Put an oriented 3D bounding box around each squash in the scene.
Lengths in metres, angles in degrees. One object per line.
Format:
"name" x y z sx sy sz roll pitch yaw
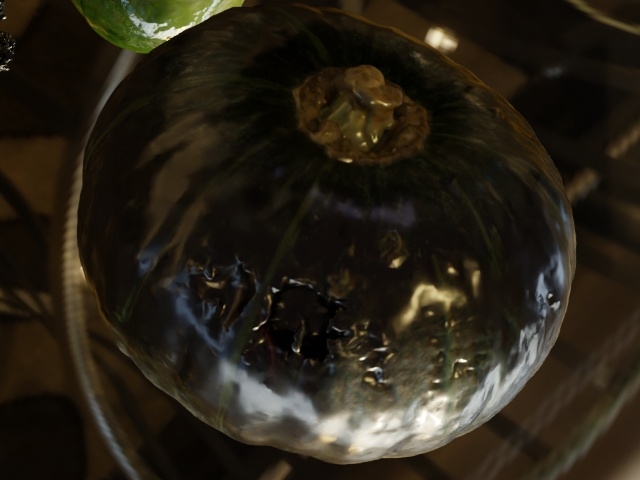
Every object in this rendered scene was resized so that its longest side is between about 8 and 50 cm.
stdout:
"squash" 0.002 -0.004 0.704 0.193 0.193 0.156 -32 139 -20

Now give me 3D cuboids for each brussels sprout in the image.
"brussels sprout" -0.108 -0.203 1.232 0.155 0.155 0.117 -54 163 -4

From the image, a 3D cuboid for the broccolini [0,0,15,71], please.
"broccolini" -0.275 -0.125 1.383 0.058 0.074 0.201 -4 157 -22
